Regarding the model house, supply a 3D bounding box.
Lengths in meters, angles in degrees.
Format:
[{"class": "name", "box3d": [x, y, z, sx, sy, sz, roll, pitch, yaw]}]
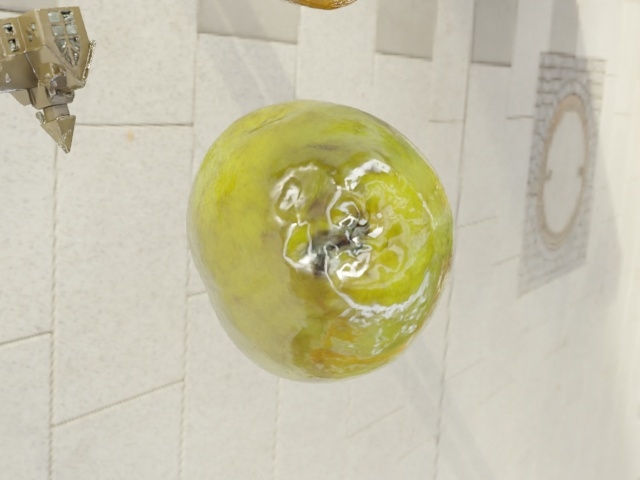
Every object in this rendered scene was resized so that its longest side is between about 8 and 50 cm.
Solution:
[{"class": "model house", "box3d": [-0.501, -0.272, 1.634, 0.176, 0.181, 0.248, -25, 103, -52]}]

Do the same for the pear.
[{"class": "pear", "box3d": [0.000, 0.000, 1.141, 0.352, 0.413, 0.352, 1, 86, -21]}]

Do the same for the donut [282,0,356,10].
[{"class": "donut", "box3d": [-0.005, -0.292, 0.704, 0.226, 0.114, 0.226, -32, 130, -48]}]
